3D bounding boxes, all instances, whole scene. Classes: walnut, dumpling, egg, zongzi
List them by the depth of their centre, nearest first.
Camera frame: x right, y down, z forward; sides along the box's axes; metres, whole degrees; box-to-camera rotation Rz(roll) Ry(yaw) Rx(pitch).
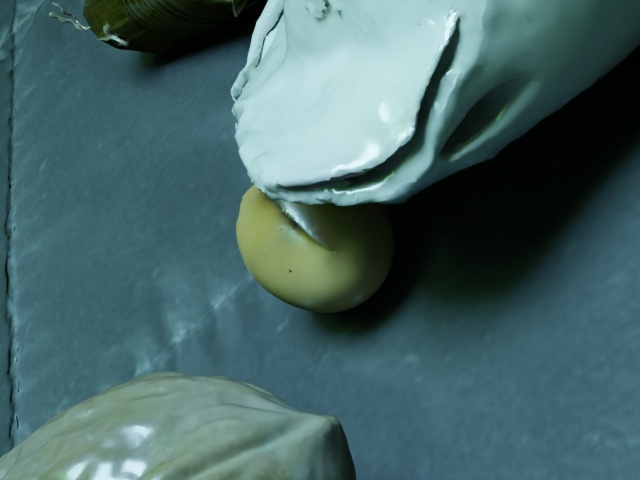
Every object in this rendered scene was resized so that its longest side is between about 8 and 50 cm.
[{"bbox_3d":[-0.073,0.150,0.540,0.230,0.178,0.178,-45,35,12],"label":"walnut"},{"bbox_3d":[0.080,-0.183,0.604,0.260,0.181,0.341,-133,55,-65],"label":"dumpling"},{"bbox_3d":[0.000,0.000,0.646,0.071,0.071,0.083,-50,47,12],"label":"egg"},{"bbox_3d":[-0.074,-0.213,0.915,0.187,0.084,0.184,-10,42,54],"label":"zongzi"}]
